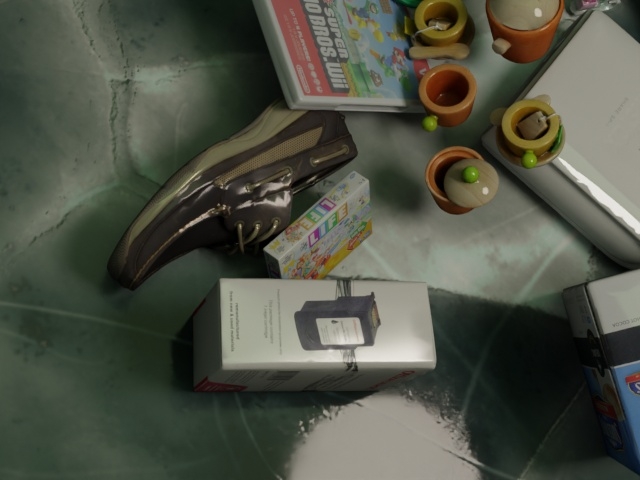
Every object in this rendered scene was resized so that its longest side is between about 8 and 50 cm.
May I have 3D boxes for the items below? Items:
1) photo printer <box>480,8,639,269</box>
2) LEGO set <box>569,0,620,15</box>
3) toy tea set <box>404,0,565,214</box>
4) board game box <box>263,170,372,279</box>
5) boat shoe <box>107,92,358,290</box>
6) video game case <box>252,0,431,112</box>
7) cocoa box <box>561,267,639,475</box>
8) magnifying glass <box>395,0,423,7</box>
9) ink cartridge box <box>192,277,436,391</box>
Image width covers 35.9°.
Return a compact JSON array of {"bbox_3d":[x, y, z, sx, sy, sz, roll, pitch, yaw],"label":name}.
[{"bbox_3d":[0.404,-0.127,1.341,0.307,0.107,0.256,42,70,-2],"label":"photo printer"},{"bbox_3d":[0.385,-0.477,1.444,0.132,0.107,0.287,-19,80,-21],"label":"LEGO set"},{"bbox_3d":[0.205,-0.195,1.212,0.200,0.124,0.336,-4,67,8],"label":"toy tea set"},{"bbox_3d":[0.000,0.000,1.184,0.026,0.103,0.154,35,64,28],"label":"board game box"},{"bbox_3d":[-0.088,-0.051,1.157,0.355,0.132,0.130,-42,89,-22],"label":"boat shoe"},{"bbox_3d":[0.034,-0.258,1.245,0.285,0.025,0.204,-7,74,-48],"label":"video game case"},{"bbox_3d":[0.492,0.120,1.162,0.347,0.231,0.228,-15,83,5],"label":"cocoa box"},{"bbox_3d":[0.186,-0.368,1.356,0.230,0.026,0.092,-9,98,-24],"label":"magnifying glass"},{"bbox_3d":[-0.013,0.110,1.108,0.237,0.172,0.100,2,73,-17],"label":"ink cartridge box"}]
